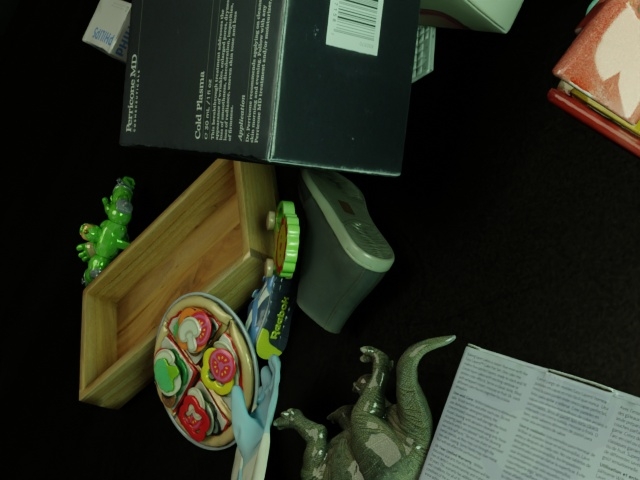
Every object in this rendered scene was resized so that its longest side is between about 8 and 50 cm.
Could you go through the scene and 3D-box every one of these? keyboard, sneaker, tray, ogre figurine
[{"bbox_3d":[0.120,-0.305,1.108,0.072,0.014,0.256,-19,56,45],"label":"keyboard"},{"bbox_3d":[-0.058,0.072,1.087,0.059,0.053,0.144,16,83,56],"label":"sneaker"},{"bbox_3d":[-0.209,0.061,1.267,0.411,0.076,0.202,-40,44,33],"label":"tray"},{"bbox_3d":[0.000,0.000,1.029,0.118,0.083,0.222,-57,31,24],"label":"sneaker"},{"bbox_3d":[-0.354,-0.009,1.478,0.197,0.097,0.118,-51,18,-5],"label":"ogre figurine"}]

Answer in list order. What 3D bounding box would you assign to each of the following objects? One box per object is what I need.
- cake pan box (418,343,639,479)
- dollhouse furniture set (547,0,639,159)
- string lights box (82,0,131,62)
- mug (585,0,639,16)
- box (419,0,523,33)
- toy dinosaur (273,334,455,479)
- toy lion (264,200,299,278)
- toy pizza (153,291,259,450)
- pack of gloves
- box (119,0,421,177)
[{"bbox_3d":[0.182,0.229,0.682,0.267,0.070,0.245,12,82,54],"label":"cake pan box"},{"bbox_3d":[0.260,-0.008,0.524,0.374,0.201,0.152,42,105,35],"label":"dollhouse furniture set"},{"bbox_3d":[-0.197,-0.253,1.269,0.133,0.260,0.076,33,97,53],"label":"string lights box"},{"bbox_3d":[0.314,-0.188,0.725,0.129,0.097,0.157,-52,38,20],"label":"mug"},{"bbox_3d":[0.125,-0.337,1.006,0.232,0.127,0.148,24,88,49],"label":"box"},{"bbox_3d":[0.049,0.207,0.846,0.313,0.121,0.160,-42,53,25],"label":"toy dinosaur"},{"bbox_3d":[-0.041,-0.002,1.016,0.096,0.034,0.100,121,152,-63],"label":"toy lion"},{"bbox_3d":[-0.154,0.166,1.106,0.201,0.032,0.201,5,97,42],"label":"toy pizza"},{"bbox_3d":[-0.096,0.240,0.926,0.232,0.046,0.195,-82,13,-55],"label":"pack of gloves"},{"bbox_3d":[-0.059,-0.255,0.958,0.312,0.179,0.343,13,98,49],"label":"box"}]
